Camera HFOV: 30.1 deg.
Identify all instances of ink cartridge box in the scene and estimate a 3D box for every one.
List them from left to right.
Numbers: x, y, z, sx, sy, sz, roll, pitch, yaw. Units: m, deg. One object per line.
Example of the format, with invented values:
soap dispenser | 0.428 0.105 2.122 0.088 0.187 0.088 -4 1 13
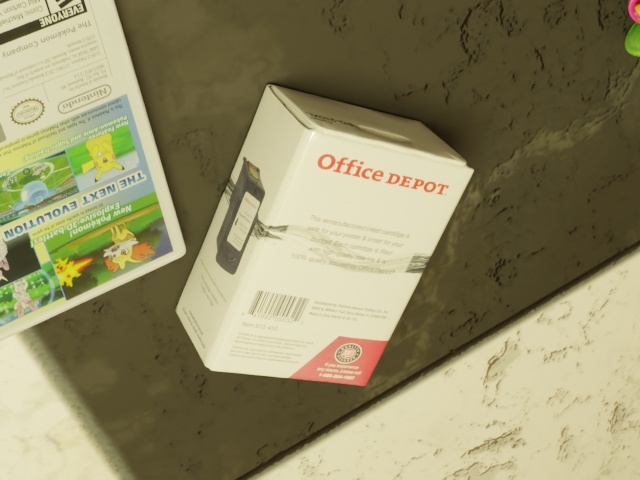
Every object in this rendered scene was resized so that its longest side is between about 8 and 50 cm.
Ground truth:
ink cartridge box | 0.000 0.000 1.049 0.172 0.100 0.237 10 116 -32

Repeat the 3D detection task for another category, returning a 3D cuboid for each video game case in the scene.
video game case | -0.284 -0.045 0.897 0.329 0.036 0.300 -26 129 -19

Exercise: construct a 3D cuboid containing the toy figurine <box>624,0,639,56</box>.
toy figurine | 0.305 -0.270 1.051 0.173 0.130 0.159 -32 119 26
